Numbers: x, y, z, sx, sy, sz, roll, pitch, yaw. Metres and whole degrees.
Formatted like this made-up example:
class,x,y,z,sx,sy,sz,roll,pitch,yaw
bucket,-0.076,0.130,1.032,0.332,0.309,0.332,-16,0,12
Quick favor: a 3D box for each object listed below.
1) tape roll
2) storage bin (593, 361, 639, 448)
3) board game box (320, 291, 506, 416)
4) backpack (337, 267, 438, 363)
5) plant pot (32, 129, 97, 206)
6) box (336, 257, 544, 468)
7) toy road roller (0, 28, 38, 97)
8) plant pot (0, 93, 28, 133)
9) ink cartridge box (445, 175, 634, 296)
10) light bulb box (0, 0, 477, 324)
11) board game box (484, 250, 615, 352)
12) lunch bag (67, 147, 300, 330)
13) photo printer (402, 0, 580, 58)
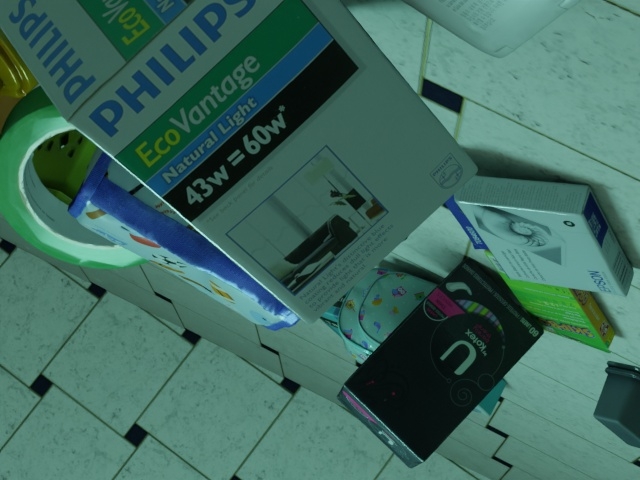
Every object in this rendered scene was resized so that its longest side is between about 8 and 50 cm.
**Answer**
class,x,y,z,sx,sy,sz,roll,pitch,yaw
tape roll,-0.336,-0.101,2.087,0.321,0.077,0.321,1,130,2
storage bin,0.485,0.262,2.136,0.135,0.091,0.098,39,163,-32
board game box,0.160,0.195,2.543,0.253,0.079,0.336,16,161,41
backpack,0.122,0.132,2.222,0.188,0.166,0.144,18,161,26
plant pot,-0.390,-0.100,2.318,0.227,0.207,0.228,12,159,48
box,0.175,0.184,2.036,0.165,0.270,0.143,43,168,6
toy road roller,-0.454,-0.264,1.737,0.329,0.240,0.202,12,143,54
plant pot,-0.621,-0.260,2.124,0.203,0.291,0.291,43,170,18
ink cartridge box,0.249,-0.009,1.675,0.224,0.045,0.223,9,157,32
light bulb box,-0.101,-0.171,1.255,0.361,0.225,0.358,44,-176,-46
board game box,0.328,0.081,1.921,0.124,0.039,0.259,20,161,35
lunch bag,-0.146,-0.050,1.807,0.327,0.239,0.385,31,-166,-9
photo printer,0.070,-0.277,1.028,0.307,0.107,0.256,31,167,-6
